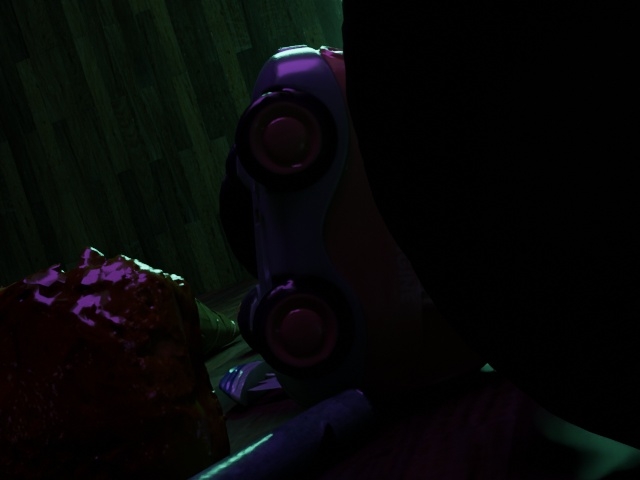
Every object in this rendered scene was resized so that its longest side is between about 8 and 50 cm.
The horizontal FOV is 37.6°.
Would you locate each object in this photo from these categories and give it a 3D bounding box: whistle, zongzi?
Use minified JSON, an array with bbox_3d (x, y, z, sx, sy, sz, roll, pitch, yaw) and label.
[{"bbox_3d":[-0.031,0.139,0.581,0.039,0.039,0.186,-16,2,40],"label":"whistle"},{"bbox_3d":[-0.224,0.168,1.434,0.189,0.081,0.178,-31,-22,10],"label":"zongzi"}]

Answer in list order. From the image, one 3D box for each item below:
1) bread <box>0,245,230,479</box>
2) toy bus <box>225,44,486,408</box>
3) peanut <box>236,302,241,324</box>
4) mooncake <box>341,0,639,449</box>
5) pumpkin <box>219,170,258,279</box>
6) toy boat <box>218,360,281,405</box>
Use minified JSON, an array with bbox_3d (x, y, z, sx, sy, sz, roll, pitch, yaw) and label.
[{"bbox_3d":[-0.256,0.134,0.640,0.380,0.185,0.109,-18,-5,9],"label":"bread"},{"bbox_3d":[0.044,-0.009,0.741,0.232,0.288,0.194,-3,-2,-6],"label":"toy bus"},{"bbox_3d":[-0.034,0.094,1.346,0.187,0.082,0.082,-18,2,-21],"label":"peanut"},{"bbox_3d":[0.181,-0.089,0.428,0.194,0.357,0.356,-19,2,-35],"label":"mooncake"},{"bbox_3d":[0.000,0.000,1.104,0.295,0.296,0.296,-18,2,1],"label":"pumpkin"},{"bbox_3d":[-0.034,0.139,0.906,0.149,0.034,0.105,1,12,44],"label":"toy boat"}]
